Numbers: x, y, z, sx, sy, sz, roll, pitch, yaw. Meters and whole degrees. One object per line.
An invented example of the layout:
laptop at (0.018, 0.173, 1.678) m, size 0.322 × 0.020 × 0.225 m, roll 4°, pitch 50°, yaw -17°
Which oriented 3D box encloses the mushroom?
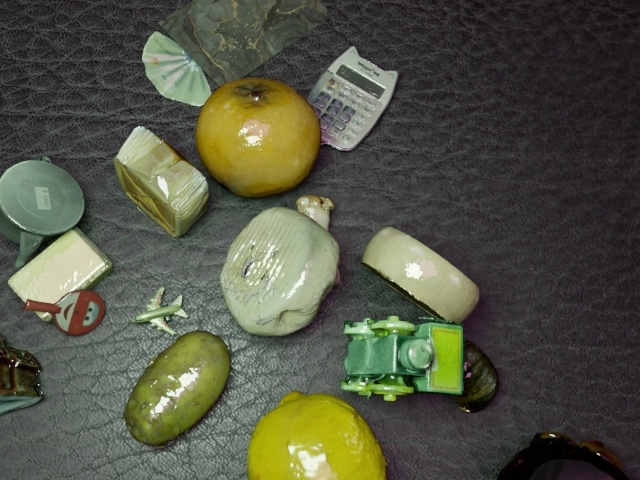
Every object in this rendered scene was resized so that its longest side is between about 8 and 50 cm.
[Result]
mushroom at (0.000, 0.000, 1.307) m, size 0.084 × 0.071 × 0.209 m, roll 2°, pitch 72°, yaw -40°

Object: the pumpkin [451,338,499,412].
pumpkin at (0.297, 0.268, 1.239) m, size 0.183 × 0.107 × 0.119 m, roll 44°, pitch 67°, yaw 6°

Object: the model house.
model house at (-0.627, 0.250, 1.141) m, size 0.165 × 0.106 × 0.152 m, roll 9°, pitch 53°, yaw -42°

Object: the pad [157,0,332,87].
pad at (-0.181, -0.553, 1.485) m, size 0.367 × 0.007 × 0.247 m, roll -40°, pitch 82°, yaw -19°

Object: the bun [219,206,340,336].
bun at (-0.080, 0.068, 1.210) m, size 0.273 × 0.168 × 0.272 m, roll -17°, pitch 58°, yaw 29°

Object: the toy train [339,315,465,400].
toy train at (0.151, 0.229, 1.152) m, size 0.188 × 0.272 × 0.159 m, roll 10°, pitch 74°, yaw -20°

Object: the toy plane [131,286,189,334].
toy plane at (-0.330, 0.150, 1.229) m, size 0.111 × 0.040 × 0.102 m, roll -17°, pitch 74°, yaw -11°

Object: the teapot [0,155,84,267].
teapot at (-0.586, -0.066, 1.222) m, size 0.162 × 0.149 × 0.239 m, roll 15°, pitch 56°, yaw -35°

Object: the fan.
fan at (-0.342, -0.402, 1.422) m, size 0.131 × 0.009 × 0.240 m, roll -38°, pitch 81°, yaw -14°

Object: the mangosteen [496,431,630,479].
mangosteen at (0.471, 0.487, 1.122) m, size 0.288 × 0.233 × 0.287 m, roll -10°, pitch 53°, yaw 13°

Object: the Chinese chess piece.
Chinese chess piece at (0.201, 0.074, 1.211) m, size 0.250 × 0.250 × 0.103 m, roll 35°, pitch 89°, yaw 5°

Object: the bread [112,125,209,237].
bread at (-0.322, -0.120, 1.230) m, size 0.192 × 0.210 × 0.110 m, roll 39°, pitch 67°, yaw 6°

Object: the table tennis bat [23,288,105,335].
table tennis bat at (-0.501, 0.137, 1.177) m, size 0.155 × 0.019 × 0.098 m, roll 18°, pitch 95°, yaw -41°

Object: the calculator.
calculator at (0.065, -0.332, 1.433) m, size 0.177 × 0.040 × 0.268 m, roll 33°, pitch 72°, yaw 4°

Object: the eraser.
eraser at (-0.524, 0.070, 1.219) m, size 0.117 × 0.058 × 0.172 m, roll 44°, pitch 73°, yaw 4°

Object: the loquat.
loquat at (-0.129, -0.219, 1.263) m, size 0.263 × 0.263 × 0.263 m, roll 2°, pitch 72°, yaw -6°

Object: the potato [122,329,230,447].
potato at (-0.271, 0.282, 1.161) m, size 0.149 × 0.113 × 0.251 m, roll 31°, pitch 63°, yaw 11°

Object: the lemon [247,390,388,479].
lemon at (-0.005, 0.417, 1.078) m, size 0.261 × 0.260 × 0.283 m, roll 2°, pitch 73°, yaw -6°
